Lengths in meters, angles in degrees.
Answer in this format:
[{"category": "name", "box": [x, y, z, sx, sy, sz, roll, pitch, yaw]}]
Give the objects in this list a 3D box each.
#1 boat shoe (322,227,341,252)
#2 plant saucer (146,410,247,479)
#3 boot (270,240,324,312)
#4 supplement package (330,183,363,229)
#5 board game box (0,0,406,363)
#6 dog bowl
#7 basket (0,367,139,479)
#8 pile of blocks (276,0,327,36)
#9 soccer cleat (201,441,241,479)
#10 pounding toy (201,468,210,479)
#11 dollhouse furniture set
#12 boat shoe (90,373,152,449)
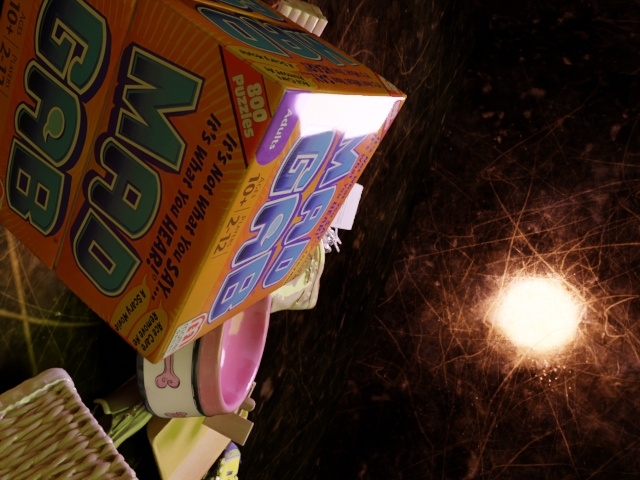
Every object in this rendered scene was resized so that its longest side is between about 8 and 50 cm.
[{"category": "boat shoe", "box": [-0.003, -0.001, 1.590, 0.367, 0.156, 0.136, -67, 158, -9]}, {"category": "plant saucer", "box": [-0.324, 0.473, 1.319, 0.333, 0.081, 0.332, -48, 149, -46]}, {"category": "boot", "box": [-0.100, 0.088, 1.434, 0.203, 0.095, 0.262, -6, 114, -35]}, {"category": "supplement package", "box": [0.000, -0.115, 1.356, 0.244, 0.139, 0.133, 5, 101, -67]}, {"category": "board game box", "box": [-0.168, -0.137, 0.688, 0.356, 0.356, 0.356, -59, 165, 26]}, {"category": "dog bowl", "box": [-0.224, 0.187, 1.090, 0.408, 0.150, 0.408, 9, 90, -80]}, {"category": "basket", "box": [-0.429, 0.431, 0.712, 0.328, 0.266, 0.331, -31, 136, -40]}, {"category": "pile of blocks", "box": [-0.081, -0.401, 1.185, 0.362, 0.149, 0.112, 97, -20, -50]}, {"category": "soccer cleat", "box": [-0.275, 0.677, 1.427, 0.093, 0.121, 0.289, -32, -171, 6]}, {"category": "pounding toy", "box": [-0.358, 0.753, 1.448, 0.206, 0.094, 0.181, -13, 119, -66]}, {"category": "dollhouse furniture set", "box": [-0.196, 0.445, 1.325, 0.144, 0.123, 0.151, -64, 157, -16]}, {"category": "boat shoe", "box": [-0.406, 0.343, 1.002, 0.257, 0.095, 0.095, -54, 147, -35]}]
